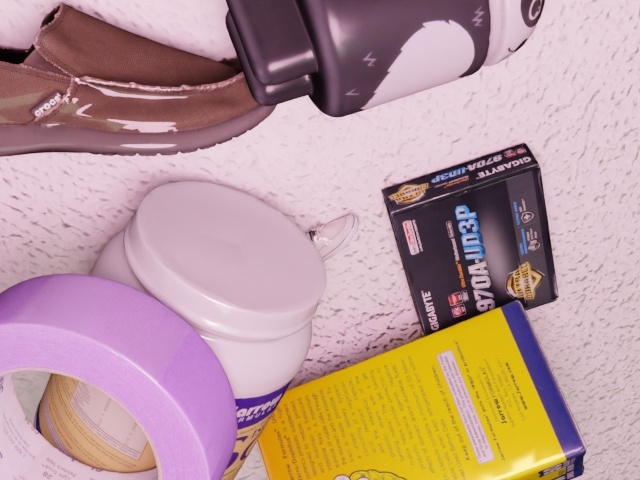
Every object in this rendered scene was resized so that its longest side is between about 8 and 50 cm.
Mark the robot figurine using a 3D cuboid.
[{"bbox_3d":[0.060,-0.208,0.824,0.278,0.209,0.173,-19,121,-9],"label":"robot figurine"}]

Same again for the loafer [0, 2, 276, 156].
[{"bbox_3d":[-0.214,-0.148,0.849,0.366,0.134,0.130,-6,109,-16],"label":"loafer"}]

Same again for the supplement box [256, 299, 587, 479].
[{"bbox_3d":[0.123,0.249,1.160,0.356,0.195,0.194,-22,155,6],"label":"supplement box"}]

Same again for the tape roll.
[{"bbox_3d":[-0.218,0.170,0.858,0.274,0.090,0.275,6,119,12],"label":"tape roll"}]

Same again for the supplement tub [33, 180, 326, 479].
[{"bbox_3d":[-0.153,0.127,1.009,0.241,0.241,0.331,15,124,-22],"label":"supplement tub"}]

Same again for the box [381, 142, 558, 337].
[{"bbox_3d":[0.182,0.007,1.110,0.175,0.051,0.220,-17,130,2],"label":"box"}]

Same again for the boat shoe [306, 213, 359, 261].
[{"bbox_3d":[0.000,0.000,1.077,0.100,0.035,0.035,-37,129,25],"label":"boat shoe"}]
